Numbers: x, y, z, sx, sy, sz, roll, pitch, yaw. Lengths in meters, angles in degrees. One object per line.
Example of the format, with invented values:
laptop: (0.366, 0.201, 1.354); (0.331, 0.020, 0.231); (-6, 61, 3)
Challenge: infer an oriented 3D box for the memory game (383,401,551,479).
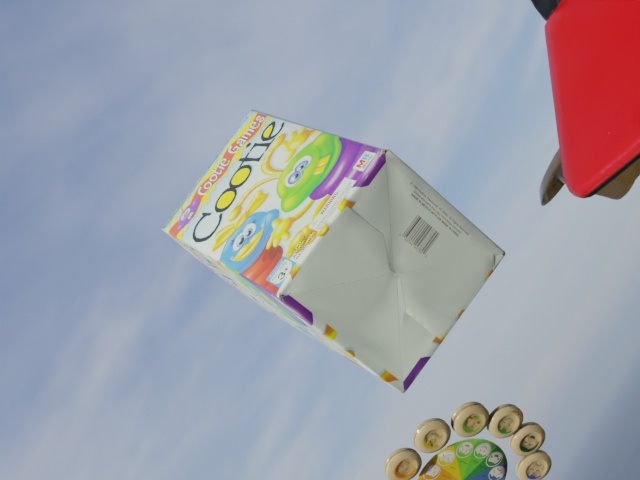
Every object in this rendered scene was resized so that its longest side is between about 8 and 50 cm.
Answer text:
memory game: (0.136, 0.231, 1.330); (0.186, 0.012, 0.186); (-11, -58, -18)

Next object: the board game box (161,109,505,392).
board game box: (0.000, 0.000, 1.176); (0.142, 0.144, 0.275); (-53, 26, -6)

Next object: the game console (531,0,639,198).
game console: (0.138, -0.095, 0.454); (0.124, 0.085, 0.144); (-24, -12, -33)

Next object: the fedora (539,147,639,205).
fedora: (0.291, -0.101, 1.376); (0.194, 0.079, 0.194); (-53, -11, -15)
